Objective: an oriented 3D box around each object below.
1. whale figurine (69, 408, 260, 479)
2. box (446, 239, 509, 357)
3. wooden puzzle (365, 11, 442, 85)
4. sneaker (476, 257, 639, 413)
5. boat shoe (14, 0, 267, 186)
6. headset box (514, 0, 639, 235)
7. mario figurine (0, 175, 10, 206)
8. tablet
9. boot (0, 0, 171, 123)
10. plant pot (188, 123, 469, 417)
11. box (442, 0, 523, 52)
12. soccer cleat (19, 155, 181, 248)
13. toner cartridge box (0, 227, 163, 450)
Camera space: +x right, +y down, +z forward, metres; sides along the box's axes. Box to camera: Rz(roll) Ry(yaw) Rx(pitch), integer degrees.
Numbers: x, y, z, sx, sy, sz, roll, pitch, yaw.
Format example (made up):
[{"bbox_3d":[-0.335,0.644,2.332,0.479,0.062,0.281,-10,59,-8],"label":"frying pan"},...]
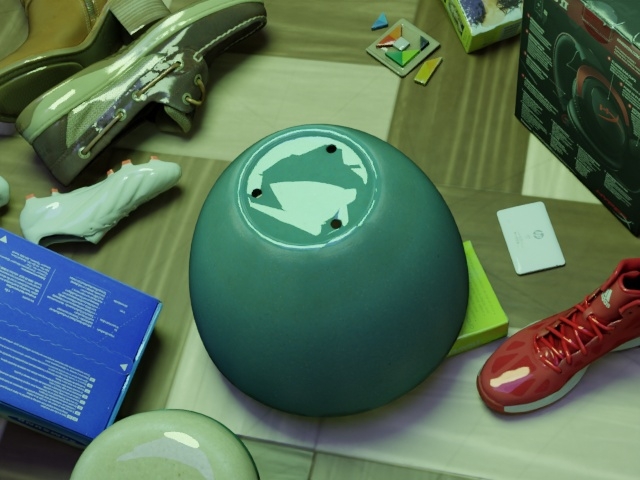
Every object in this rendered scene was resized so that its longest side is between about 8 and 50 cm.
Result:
[{"bbox_3d":[-0.136,0.292,0.900,0.216,0.141,0.272,-5,84,5],"label":"whale figurine"},{"bbox_3d":[0.094,0.079,1.024,0.178,0.042,0.109,-19,59,-3],"label":"box"},{"bbox_3d":[0.104,-0.245,1.231,0.116,0.014,0.078,34,69,25],"label":"wooden puzzle"},{"bbox_3d":[0.249,0.079,0.952,0.221,0.128,0.087,-31,60,-10],"label":"sneaker"},{"bbox_3d":[-0.194,-0.183,1.194,0.342,0.123,0.123,-34,91,-18],"label":"boat shoe"},{"bbox_3d":[0.312,-0.175,0.998,0.110,0.293,0.218,-32,60,-11],"label":"headset box"},{"bbox_3d":[-0.488,-0.011,1.139,0.198,0.170,0.320,-35,39,35],"label":"mario figurine"},{"bbox_3d":[0.231,-0.003,1.075,0.054,0.006,0.083,-12,59,0],"label":"tablet"},{"bbox_3d":[-0.352,-0.285,1.262,0.283,0.109,0.220,-35,62,-15],"label":"boot"},{"bbox_3d":[0.000,0.000,0.944,0.290,0.195,0.290,-3,60,5],"label":"plant pot"},{"bbox_3d":[0.177,-0.357,1.220,0.087,0.058,0.232,-23,78,-5],"label":"box"},{"bbox_3d":[-0.250,-0.037,1.134,0.196,0.068,0.076,-19,74,-2],"label":"soccer cleat"},{"bbox_3d":[-0.352,0.070,0.980,0.348,0.075,0.165,26,63,-12],"label":"toner cartridge box"}]
